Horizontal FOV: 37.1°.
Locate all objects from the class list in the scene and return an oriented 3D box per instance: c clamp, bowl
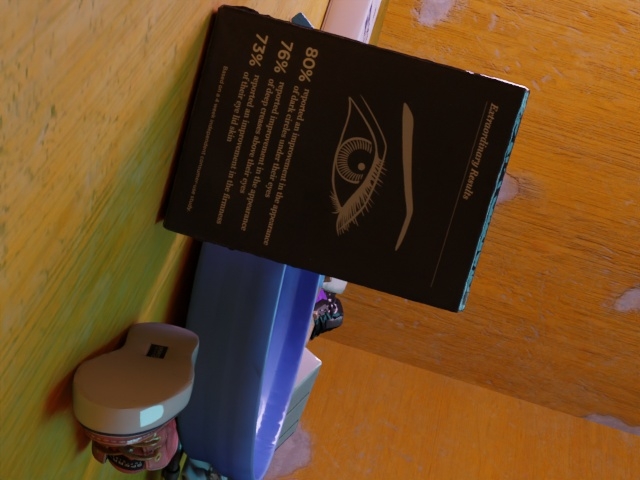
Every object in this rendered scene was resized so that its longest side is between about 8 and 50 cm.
[{"bbox_3d":[-0.144,0.202,1.004,0.137,0.022,0.160,-70,176,-54],"label":"c clamp"},{"bbox_3d":[-0.052,0.037,0.933,0.391,0.077,0.391,12,90,-85],"label":"bowl"}]

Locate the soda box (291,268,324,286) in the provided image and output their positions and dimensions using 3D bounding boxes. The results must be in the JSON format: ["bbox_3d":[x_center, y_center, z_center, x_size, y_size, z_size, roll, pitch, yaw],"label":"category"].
[{"bbox_3d":[-0.018,-0.051,1.170,0.071,0.067,0.210,11,90,-69],"label":"soda box"}]

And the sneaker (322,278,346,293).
[{"bbox_3d":[0.000,0.000,1.586,0.366,0.135,0.150,53,59,-88],"label":"sneaker"}]

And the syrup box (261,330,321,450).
[{"bbox_3d":[-0.080,0.200,1.197,0.096,0.093,0.237,-41,164,-30],"label":"syrup box"}]

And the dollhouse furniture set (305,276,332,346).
[{"bbox_3d":[-0.063,0.031,1.294,0.182,0.101,0.161,-66,148,-61],"label":"dollhouse furniture set"}]

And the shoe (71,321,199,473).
[{"bbox_3d":[-0.110,0.108,0.574,0.178,0.063,0.081,-89,-169,-83],"label":"shoe"}]

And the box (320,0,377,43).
[{"bbox_3d":[0.051,-0.335,1.360,0.232,0.058,0.322,95,14,-80],"label":"box"}]

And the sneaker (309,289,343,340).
[{"bbox_3d":[-0.027,0.150,1.904,0.293,0.146,0.102,-70,176,-57],"label":"sneaker"}]

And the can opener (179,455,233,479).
[{"bbox_3d":[-0.126,0.256,1.036,0.093,0.074,0.280,-40,-177,2],"label":"can opener"}]

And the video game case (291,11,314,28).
[{"bbox_3d":[0.014,-0.173,1.017,0.015,0.119,0.166,-37,178,0],"label":"video game case"}]

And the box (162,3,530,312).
[{"bbox_3d":[0.018,-0.057,0.648,0.108,0.207,0.153,-59,166,-81],"label":"box"}]
